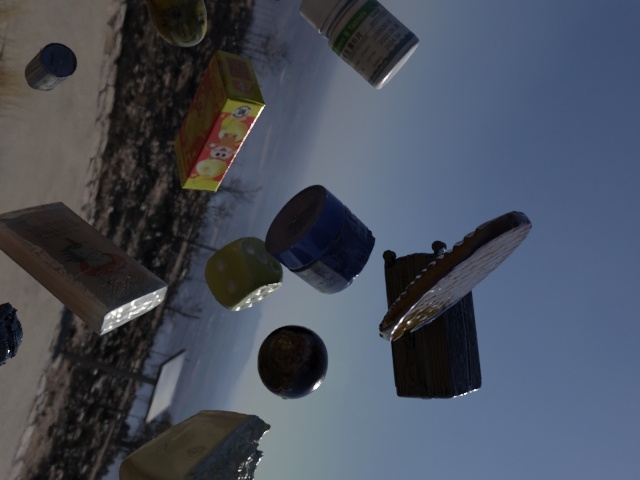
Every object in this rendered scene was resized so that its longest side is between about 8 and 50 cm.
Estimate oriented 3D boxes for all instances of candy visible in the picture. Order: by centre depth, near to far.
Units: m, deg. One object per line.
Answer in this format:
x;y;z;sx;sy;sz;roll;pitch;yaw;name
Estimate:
-0.221;-0.241;1.217;0.276;0.088;0.146;-51;-133;40;candy

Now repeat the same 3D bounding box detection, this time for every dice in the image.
-0.229;0.100;1.750;0.169;0.169;0.166;-38;165;31;dice

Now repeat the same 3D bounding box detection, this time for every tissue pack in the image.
-0.473;0.041;1.129;0.170;0.325;0.071;-29;149;-57;tissue pack

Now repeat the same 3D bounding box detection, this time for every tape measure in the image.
-0.942;0.259;1.632;0.112;0.199;0.186;-70;161;-61;tape measure

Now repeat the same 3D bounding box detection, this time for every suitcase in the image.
0.265;0.186;1.328;0.229;0.152;0.335;12;71;-57;suitcase

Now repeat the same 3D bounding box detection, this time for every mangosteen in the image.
-0.069;0.330;1.537;0.217;0.192;0.192;79;24;-60;mangosteen

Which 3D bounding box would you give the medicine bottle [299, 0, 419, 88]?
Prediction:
0.079;-0.443;1.212;0.139;0.237;0.139;-48;-177;4;medicine bottle

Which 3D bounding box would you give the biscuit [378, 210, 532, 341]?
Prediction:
0.227;0.064;0.988;0.318;0.040;0.318;-34;160;-14;biscuit

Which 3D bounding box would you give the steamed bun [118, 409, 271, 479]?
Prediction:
-0.186;0.383;0.938;0.225;0.200;0.170;-26;107;-51;steamed bun

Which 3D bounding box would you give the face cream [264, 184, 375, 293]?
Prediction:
0.000;0.000;1.674;0.249;0.225;0.249;-34;-148;25;face cream

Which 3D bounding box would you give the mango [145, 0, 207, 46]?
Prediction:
-0.351;-0.575;1.373;0.167;0.130;0.262;83;-17;-73;mango

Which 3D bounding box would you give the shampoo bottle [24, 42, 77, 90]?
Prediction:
-0.539;-0.336;1.146;0.214;0.072;0.072;5;-105;54;shampoo bottle
